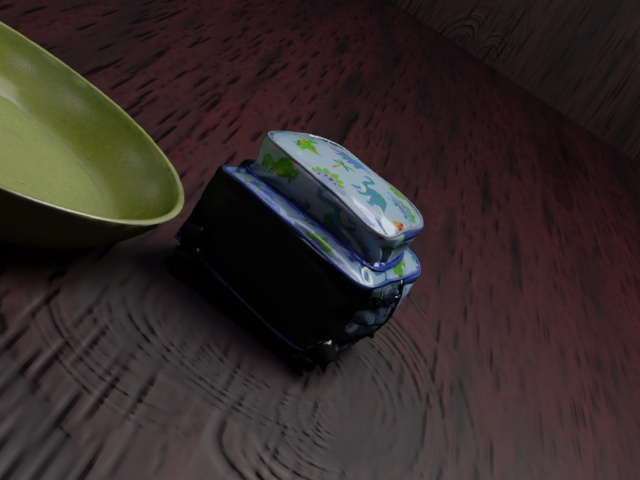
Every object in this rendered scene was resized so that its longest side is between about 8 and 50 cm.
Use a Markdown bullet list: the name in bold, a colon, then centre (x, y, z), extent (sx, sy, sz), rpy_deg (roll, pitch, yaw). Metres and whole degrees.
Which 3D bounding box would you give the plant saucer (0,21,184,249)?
- **plant saucer**: centre (-0.173, -0.064, 0.693), extent (0.241, 0.037, 0.241), rpy_deg (31, 15, -9)

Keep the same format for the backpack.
- **backpack**: centre (0.000, 0.000, 0.765), extent (0.105, 0.084, 0.114), rpy_deg (40, 13, 14)
